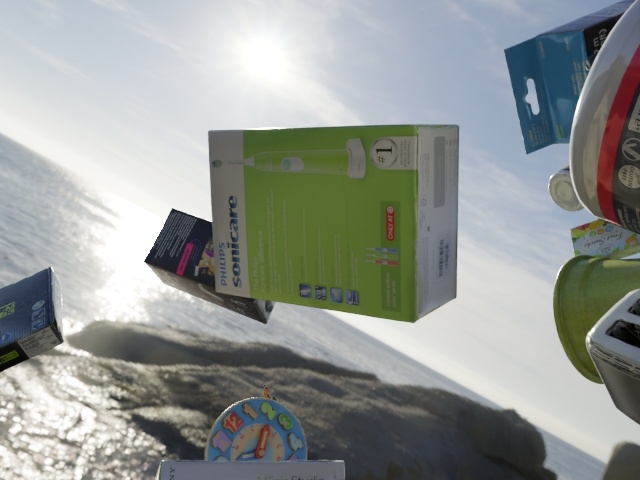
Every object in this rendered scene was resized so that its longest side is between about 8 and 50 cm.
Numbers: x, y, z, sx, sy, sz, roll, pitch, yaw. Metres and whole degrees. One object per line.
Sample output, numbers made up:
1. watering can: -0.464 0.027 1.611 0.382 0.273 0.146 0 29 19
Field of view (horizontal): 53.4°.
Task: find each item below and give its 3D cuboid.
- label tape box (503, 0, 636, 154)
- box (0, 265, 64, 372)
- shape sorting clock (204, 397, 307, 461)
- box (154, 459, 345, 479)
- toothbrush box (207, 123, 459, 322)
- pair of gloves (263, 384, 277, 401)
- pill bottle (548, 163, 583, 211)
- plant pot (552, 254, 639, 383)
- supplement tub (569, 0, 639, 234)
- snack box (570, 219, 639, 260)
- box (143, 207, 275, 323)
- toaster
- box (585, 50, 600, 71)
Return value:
1. label tape box: 0.566 -0.329 1.284 0.106 0.334 0.240 -125 -167 -66
2. box: -0.487 0.133 0.961 0.184 0.191 0.045 52 -17 54
3. shape sorting clock: -0.117 0.401 1.197 0.206 0.206 0.040 30 -28 -14
4. box: -0.122 0.372 0.891 0.232 0.058 0.322 6 -34 -16
5. toothbrush box: 0.011 -0.032 0.757 0.283 0.206 0.122 4 11 32
6. pair of gloves: -0.107 0.361 1.384 0.010 0.074 0.083 -12 17 -24
7. pill bottle: 0.619 -0.148 1.462 0.103 0.184 0.103 41 -31 32
8. plant pot: 0.653 0.138 1.259 0.276 0.276 0.254 31 -29 -25
9. supplement tub: 0.327 -0.059 0.411 0.272 0.191 0.191 31 -2 42
10. snack box: 0.646 -0.001 1.441 0.141 0.100 0.037 -25 -41 37
11. box: -0.224 0.058 1.418 0.270 0.143 0.165 20 -20 13
12. toaster: 0.418 0.152 0.732 0.146 0.129 0.227 51 -8 -21
13. box: 0.621 -0.218 0.971 0.183 0.296 0.294 40 31 -39
